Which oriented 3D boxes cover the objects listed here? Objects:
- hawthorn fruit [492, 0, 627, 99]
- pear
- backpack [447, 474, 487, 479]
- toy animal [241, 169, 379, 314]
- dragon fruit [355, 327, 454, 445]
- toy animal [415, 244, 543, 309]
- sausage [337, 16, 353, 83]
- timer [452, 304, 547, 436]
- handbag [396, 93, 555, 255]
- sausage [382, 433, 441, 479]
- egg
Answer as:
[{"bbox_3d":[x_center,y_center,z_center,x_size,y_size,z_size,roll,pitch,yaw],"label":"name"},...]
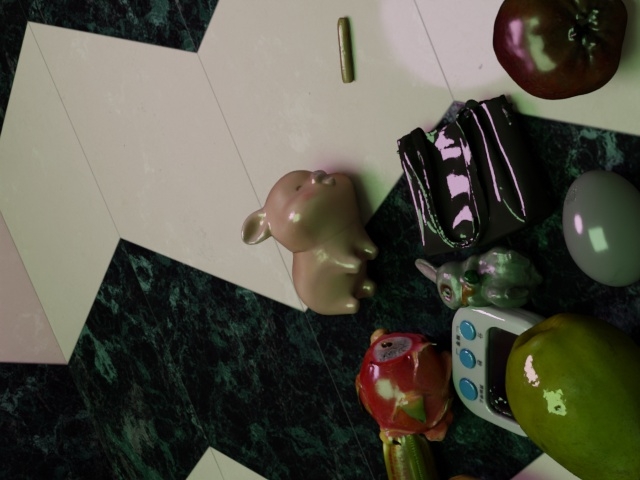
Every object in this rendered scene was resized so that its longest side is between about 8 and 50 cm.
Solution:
[{"bbox_3d":[0.361,-0.318,1.578,0.208,0.208,0.248,68,163,-4],"label":"hawthorn fruit"},{"bbox_3d":[0.455,0.270,1.692,0.307,0.253,0.253,50,139,4],"label":"pear"},{"bbox_3d":[0.383,0.657,2.046,0.378,0.201,0.353,18,121,43],"label":"backpack"},{"bbox_3d":[0.000,0.000,2.120,0.269,0.237,0.326,22,128,25],"label":"toy animal"},{"bbox_3d":[0.182,0.304,2.078,0.224,0.224,0.227,16,129,41],"label":"dragon fruit"},{"bbox_3d":[0.287,0.077,1.892,0.251,0.125,0.127,-4,137,47],"label":"toy animal"},{"bbox_3d":[0.049,-0.381,1.994,0.024,0.024,0.132,15,121,42],"label":"sausage"},{"bbox_3d":[0.366,0.243,1.935,0.237,0.087,0.262,19,123,40],"label":"timer"},{"bbox_3d":[0.269,-0.115,1.840,0.285,0.113,0.257,-21,87,50],"label":"handbag"},{"bbox_3d":[0.201,0.505,2.217,0.117,0.125,0.317,-14,102,12],"label":"sausage"},{"bbox_3d":[0.475,-0.021,1.635,0.146,0.146,0.198,-13,93,49],"label":"egg"}]
